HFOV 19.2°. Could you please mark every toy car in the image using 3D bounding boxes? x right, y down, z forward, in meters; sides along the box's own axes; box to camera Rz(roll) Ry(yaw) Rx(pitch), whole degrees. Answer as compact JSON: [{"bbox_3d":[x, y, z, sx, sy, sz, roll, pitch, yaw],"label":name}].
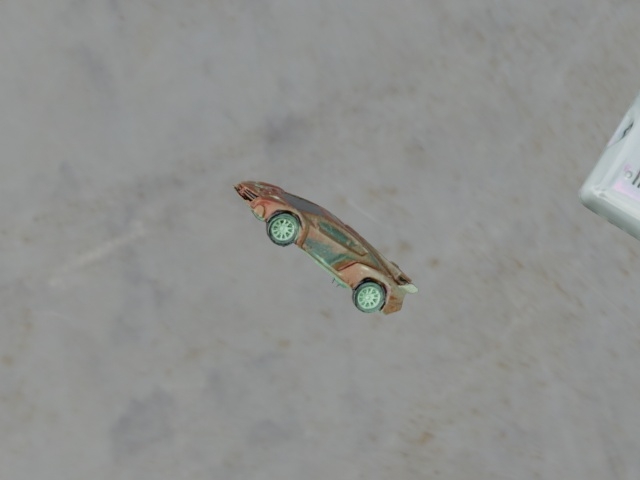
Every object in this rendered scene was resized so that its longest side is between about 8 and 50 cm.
[{"bbox_3d":[0.000,0.000,1.103,0.122,0.059,0.035,40,95,-20],"label":"toy car"}]

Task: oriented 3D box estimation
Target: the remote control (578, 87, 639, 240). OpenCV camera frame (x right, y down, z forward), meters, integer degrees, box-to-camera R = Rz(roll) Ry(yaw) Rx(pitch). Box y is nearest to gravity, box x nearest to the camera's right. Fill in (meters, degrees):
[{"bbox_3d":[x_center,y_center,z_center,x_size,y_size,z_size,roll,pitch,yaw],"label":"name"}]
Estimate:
[{"bbox_3d":[0.180,0.000,0.684,0.166,0.029,0.065,32,74,3],"label":"remote control"}]
